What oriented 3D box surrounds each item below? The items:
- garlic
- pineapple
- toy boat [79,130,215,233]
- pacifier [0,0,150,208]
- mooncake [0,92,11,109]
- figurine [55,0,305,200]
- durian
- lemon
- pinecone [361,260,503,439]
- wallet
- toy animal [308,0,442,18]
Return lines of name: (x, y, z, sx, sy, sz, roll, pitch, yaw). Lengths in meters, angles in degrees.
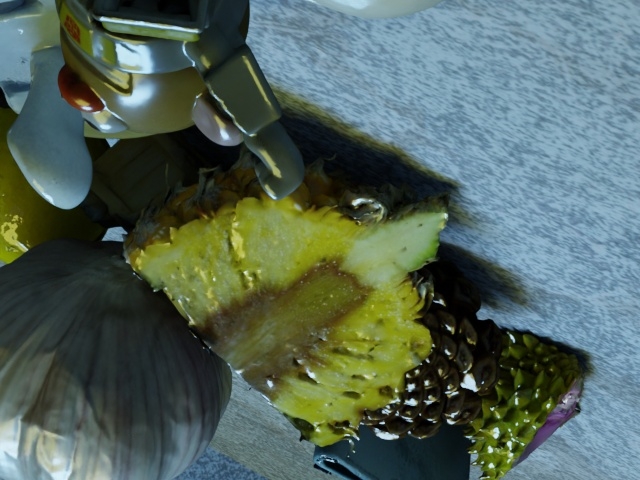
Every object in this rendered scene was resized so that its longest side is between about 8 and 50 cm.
garlic: (-0.234, 0.121, 1.884, 0.317, 0.317, 0.259, 25, 126, 3)
pineapple: (0.003, -0.002, 1.839, 0.344, 0.286, 0.209, 47, -165, -30)
toy boat: (-0.128, -0.004, 2.054, 0.162, 0.136, 0.445, 47, -179, 40)
pacifier: (-0.229, -0.130, 1.666, 0.227, 0.207, 0.279, -4, 152, 29)
mooncake: (-0.441, -0.100, 2.183, 0.333, 0.174, 0.326, 25, 163, 9)
figurine: (-0.133, -0.179, 1.391, 0.167, 0.343, 0.285, -18, 162, -5)
durian: (0.223, 0.202, 2.154, 0.153, 0.187, 0.260, 17, 151, 9)
lemon: (-0.307, -0.053, 2.028, 0.173, 0.206, 0.173, -4, -167, 1)
pinecone: (0.104, 0.112, 1.985, 0.207, 0.208, 0.208, 24, 165, 7)
wallet: (0.094, 0.194, 2.156, 0.054, 0.251, 0.290, -10, 146, 32)
toy animal: (-0.027, -0.240, 1.007, 0.289, 0.174, 0.249, 26, 166, 4)
